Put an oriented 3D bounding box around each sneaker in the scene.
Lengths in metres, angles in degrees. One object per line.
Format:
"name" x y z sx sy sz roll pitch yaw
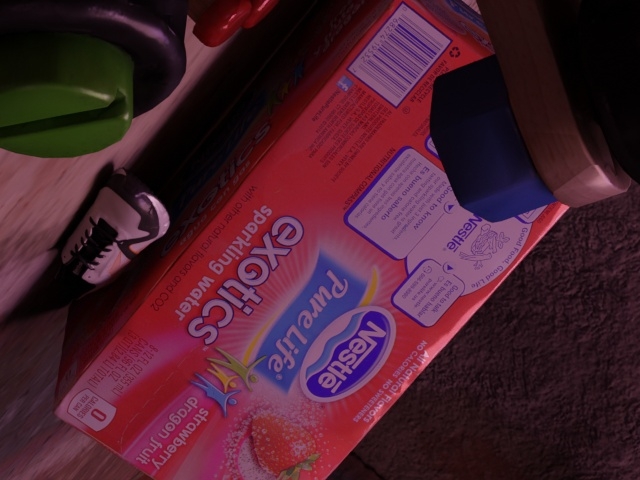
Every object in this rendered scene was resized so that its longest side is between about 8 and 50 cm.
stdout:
"sneaker" -0.111 0.000 0.972 0.044 0.040 0.109 -42 172 -29

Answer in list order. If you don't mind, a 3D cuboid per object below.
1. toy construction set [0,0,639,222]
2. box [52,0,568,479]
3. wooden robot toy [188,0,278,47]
"toy construction set" 0.045 -0.165 0.369 0.309 0.257 0.237 -31 -126 49
"box" 0.000 0.000 1.039 0.300 0.154 0.142 -50 -164 15
"wooden robot toy" -0.069 -0.082 0.613 0.079 0.076 0.173 -39 180 33
